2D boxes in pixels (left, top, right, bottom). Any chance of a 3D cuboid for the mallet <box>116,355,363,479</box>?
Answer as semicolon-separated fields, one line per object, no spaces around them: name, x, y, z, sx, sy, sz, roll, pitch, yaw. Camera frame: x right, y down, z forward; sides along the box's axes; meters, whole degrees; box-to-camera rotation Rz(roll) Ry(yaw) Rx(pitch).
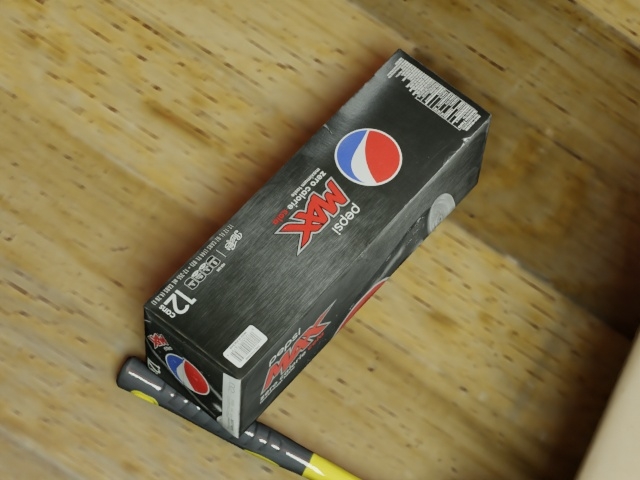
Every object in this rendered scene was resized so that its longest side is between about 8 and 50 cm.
mallet;0.003;0.095;0.815;0.189;0.062;0.039;29;73;-5

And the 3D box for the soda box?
soda box;0.000;0.000;0.820;0.053;0.060;0.169;37;64;17

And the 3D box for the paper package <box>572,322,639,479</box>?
paper package;0.231;0.178;0.729;0.309;0.168;0.325;22;80;21
